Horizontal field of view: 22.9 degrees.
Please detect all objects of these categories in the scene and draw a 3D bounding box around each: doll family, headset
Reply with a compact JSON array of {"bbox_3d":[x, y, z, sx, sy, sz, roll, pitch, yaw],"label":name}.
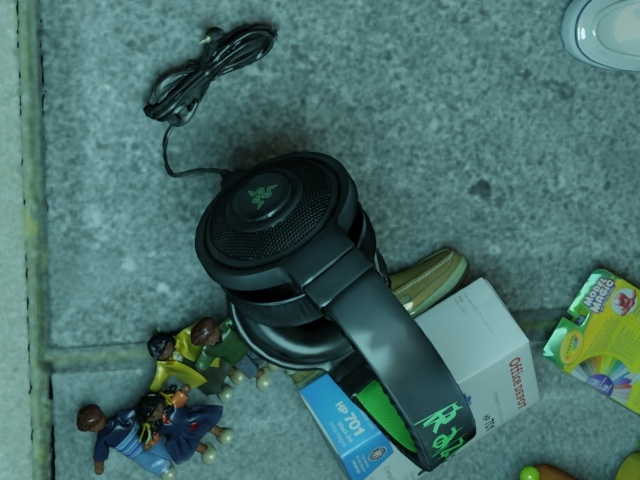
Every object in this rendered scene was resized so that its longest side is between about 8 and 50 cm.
[{"bbox_3d":[-0.128,0.133,1.366,0.111,0.076,0.193,33,89,-40],"label":"doll family"},{"bbox_3d":[0.000,0.000,1.253,0.185,0.243,0.394,-39,69,-9],"label":"headset"}]

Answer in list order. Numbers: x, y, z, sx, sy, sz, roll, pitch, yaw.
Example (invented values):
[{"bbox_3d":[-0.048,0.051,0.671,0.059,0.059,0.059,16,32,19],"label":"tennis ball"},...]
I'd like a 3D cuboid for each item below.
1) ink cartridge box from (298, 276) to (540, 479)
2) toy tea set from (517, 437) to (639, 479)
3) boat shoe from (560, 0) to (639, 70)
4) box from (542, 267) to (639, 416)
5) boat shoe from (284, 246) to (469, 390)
[{"bbox_3d":[0.091,0.136,1.394,0.190,0.082,0.139,-31,149,-4],"label":"ink cartridge box"},{"bbox_3d":[0.243,0.349,1.531,0.200,0.124,0.336,-4,104,-45],"label":"toy tea set"},{"bbox_3d":[0.344,-0.197,1.405,0.258,0.084,0.095,-9,107,-13],"label":"boat shoe"},{"bbox_3d":[0.297,0.103,1.496,0.179,0.043,0.105,30,95,-23],"label":"box"},{"bbox_3d":[0.043,0.058,1.404,0.190,0.068,0.072,-38,96,-4],"label":"boat shoe"}]
